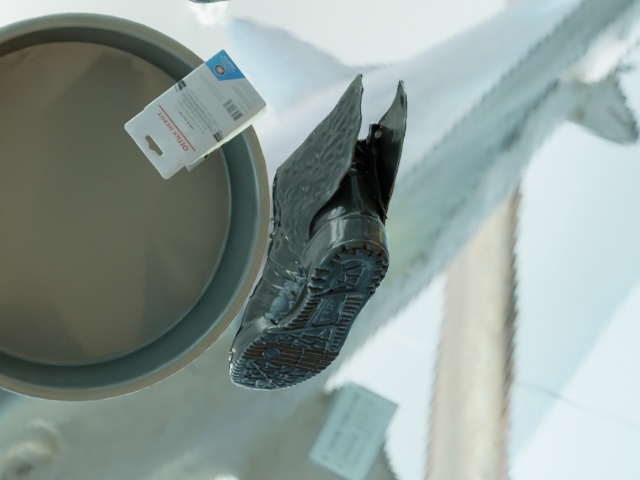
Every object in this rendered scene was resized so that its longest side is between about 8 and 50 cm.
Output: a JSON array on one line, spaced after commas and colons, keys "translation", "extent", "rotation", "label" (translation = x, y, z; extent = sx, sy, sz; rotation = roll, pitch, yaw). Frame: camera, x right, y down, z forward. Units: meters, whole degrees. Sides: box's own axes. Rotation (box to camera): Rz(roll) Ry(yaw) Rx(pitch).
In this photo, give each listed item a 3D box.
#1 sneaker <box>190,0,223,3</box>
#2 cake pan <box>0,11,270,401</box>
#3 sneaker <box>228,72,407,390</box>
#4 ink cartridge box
[{"translation": [-0.048, -0.221, 0.768], "extent": [0.109, 0.130, 0.286], "rotation": [35, -127, -49], "label": "sneaker"}, {"translation": [-0.186, -0.026, 1.420], "extent": [0.293, 0.054, 0.293], "rotation": [-1, -83, -13], "label": "cake pan"}, {"translation": [-0.002, 0.000, 0.944], "extent": [0.051, 0.089, 0.170], "rotation": [10, -38, -23], "label": "sneaker"}, {"translation": [-0.082, -0.080, 1.225], "extent": [0.083, 0.048, 0.028], "rotation": [-37, -5, -7], "label": "ink cartridge box"}]
